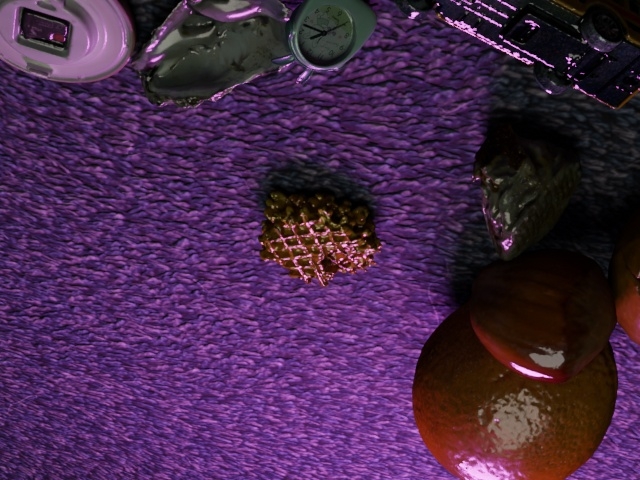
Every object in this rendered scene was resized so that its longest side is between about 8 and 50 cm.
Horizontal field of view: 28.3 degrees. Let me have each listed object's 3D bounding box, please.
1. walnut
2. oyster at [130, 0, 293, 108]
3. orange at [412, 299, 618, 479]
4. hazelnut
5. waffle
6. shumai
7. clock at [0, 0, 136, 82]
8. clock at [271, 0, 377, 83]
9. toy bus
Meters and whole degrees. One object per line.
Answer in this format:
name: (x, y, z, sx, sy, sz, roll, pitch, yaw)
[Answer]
walnut: (0.516, 0.060, 1.841, 0.209, 0.209, 0.336, 7, 153, 7)
oyster: (-0.142, -0.251, 1.691, 0.199, 0.087, 0.252, 27, 136, -5)
orange: (0.318, 0.239, 2.053, 0.322, 0.322, 0.357, 23, 134, -15)
hazelnut: (0.323, 0.094, 1.818, 0.210, 0.210, 0.186, 29, 143, -23)
waffle: (0.000, 0.000, 2.012, 0.197, 0.070, 0.193, 13, 144, -1)
shumai: (0.260, -0.072, 1.773, 0.142, 0.184, 0.184, 39, 152, 23)
clock: (-0.369, -0.299, 1.718, 0.244, 0.056, 0.244, 8, 144, 6)
clock: (-0.001, -0.262, 1.611, 0.101, 0.041, 0.135, 36, 97, -31)
toy bus: (0.252, -0.279, 1.505, 0.335, 0.123, 0.121, 24, 145, -16)
